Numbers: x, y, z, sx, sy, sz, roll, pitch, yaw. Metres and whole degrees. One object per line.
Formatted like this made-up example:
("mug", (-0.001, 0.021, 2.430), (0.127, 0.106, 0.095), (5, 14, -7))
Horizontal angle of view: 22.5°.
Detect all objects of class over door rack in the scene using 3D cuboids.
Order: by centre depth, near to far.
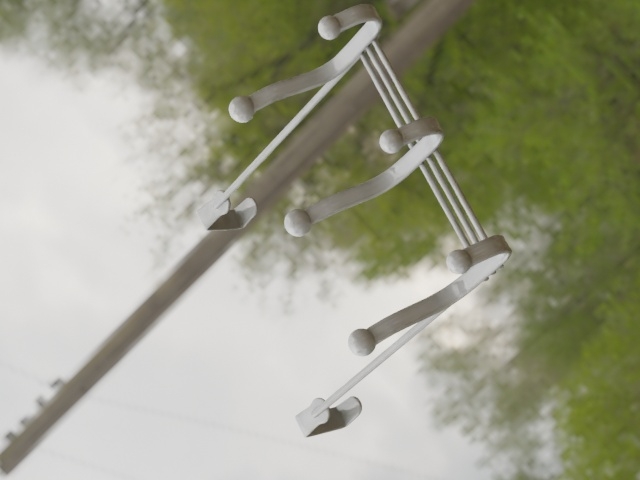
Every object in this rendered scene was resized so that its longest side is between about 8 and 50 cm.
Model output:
("over door rack", (0.000, 0.000, 1.313), (0.108, 0.324, 0.239), (-13, -113, -33))
